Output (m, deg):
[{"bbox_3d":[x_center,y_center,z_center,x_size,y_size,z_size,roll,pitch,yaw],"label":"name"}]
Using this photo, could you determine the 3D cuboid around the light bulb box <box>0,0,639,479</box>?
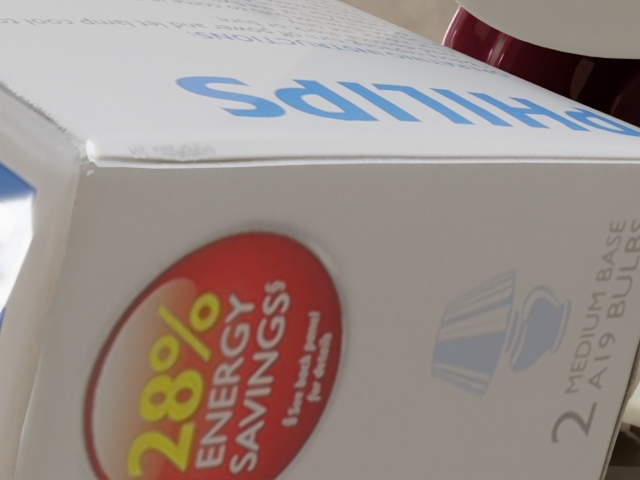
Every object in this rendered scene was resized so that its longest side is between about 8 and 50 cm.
[{"bbox_3d":[-0.114,0.074,0.606,0.361,0.225,0.358,31,115,44],"label":"light bulb box"}]

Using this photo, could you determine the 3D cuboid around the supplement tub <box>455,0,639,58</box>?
[{"bbox_3d":[0.149,-0.273,0.816,0.235,0.235,0.325,-16,58,34],"label":"supplement tub"}]

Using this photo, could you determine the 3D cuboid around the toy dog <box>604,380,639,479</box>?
[{"bbox_3d":[0.206,0.188,1.215,0.284,0.408,0.395,41,149,49],"label":"toy dog"}]

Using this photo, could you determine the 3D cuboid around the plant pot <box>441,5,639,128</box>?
[{"bbox_3d":[0.202,-0.086,1.154,0.201,0.180,0.201,-10,73,35],"label":"plant pot"}]
